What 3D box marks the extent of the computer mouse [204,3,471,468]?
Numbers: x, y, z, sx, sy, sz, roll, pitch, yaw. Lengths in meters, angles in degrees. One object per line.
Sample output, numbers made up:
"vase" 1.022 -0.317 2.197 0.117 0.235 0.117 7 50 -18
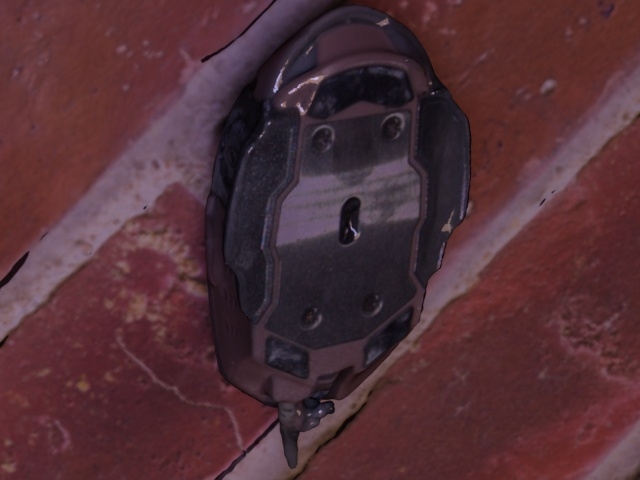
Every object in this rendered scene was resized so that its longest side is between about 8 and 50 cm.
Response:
"computer mouse" -0.002 -0.004 1.472 0.199 0.115 0.389 -7 122 -23
